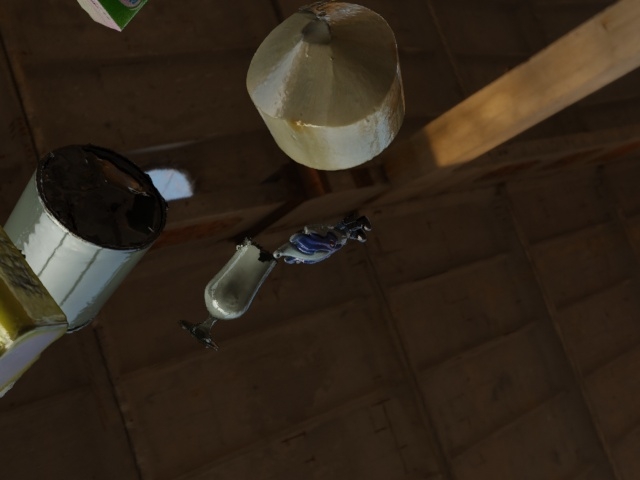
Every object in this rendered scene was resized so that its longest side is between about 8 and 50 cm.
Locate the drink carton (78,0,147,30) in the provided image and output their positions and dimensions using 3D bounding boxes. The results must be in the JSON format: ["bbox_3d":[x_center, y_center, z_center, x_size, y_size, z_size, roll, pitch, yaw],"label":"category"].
[{"bbox_3d":[-0.405,-0.594,1.538,0.271,0.108,0.161,-53,-34,-12],"label":"drink carton"}]

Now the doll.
[{"bbox_3d":[0.000,0.000,1.328,0.195,0.096,0.070,-16,-124,-28],"label":"doll"}]

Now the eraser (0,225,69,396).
[{"bbox_3d":[-0.308,0.029,0.539,0.226,0.158,0.069,51,-173,9],"label":"eraser"}]

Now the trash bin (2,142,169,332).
[{"bbox_3d":[-0.417,0.001,1.239,0.277,0.262,0.217,-17,-112,-50],"label":"trash bin"}]

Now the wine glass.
[{"bbox_3d":[-0.067,0.038,0.539,0.039,0.042,0.083,35,-90,8],"label":"wine glass"}]

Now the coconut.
[{"bbox_3d":[0.017,-0.298,1.419,0.323,0.323,0.322,14,-116,-31],"label":"coconut"}]
